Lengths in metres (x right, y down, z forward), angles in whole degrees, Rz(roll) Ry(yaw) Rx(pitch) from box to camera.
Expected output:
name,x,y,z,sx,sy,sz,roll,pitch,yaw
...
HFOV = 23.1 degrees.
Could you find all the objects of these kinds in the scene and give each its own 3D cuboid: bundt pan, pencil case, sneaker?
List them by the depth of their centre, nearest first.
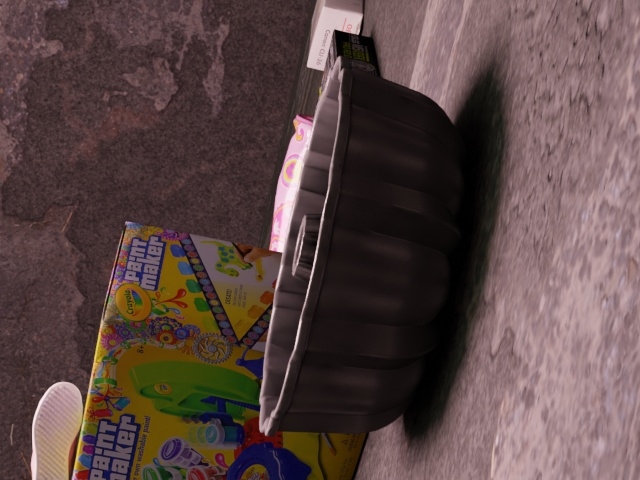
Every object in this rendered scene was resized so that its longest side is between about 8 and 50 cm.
name,x,y,z,sx,sy,sz,roll,pitch,yaw
bundt pan,0.040,0.016,1.334,0.331,0.124,0.331,-168,90,-85
sneaker,-0.285,0.213,1.680,0.070,0.051,0.134,-151,68,-79
pencil case,0.000,0.000,1.776,0.124,0.124,0.284,-103,23,-77

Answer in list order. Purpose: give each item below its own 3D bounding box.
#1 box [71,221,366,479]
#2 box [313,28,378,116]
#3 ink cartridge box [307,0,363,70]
name,x,y,z,sx,sy,sz,roll,pitch,yaw
box,-0.100,0.168,1.626,0.177,0.279,0.290,-86,9,-55
box,0.024,-0.151,2.145,0.270,0.060,0.216,-92,14,-69
ink cartridge box,0.024,-0.344,2.488,0.198,0.067,0.115,-87,11,-55
